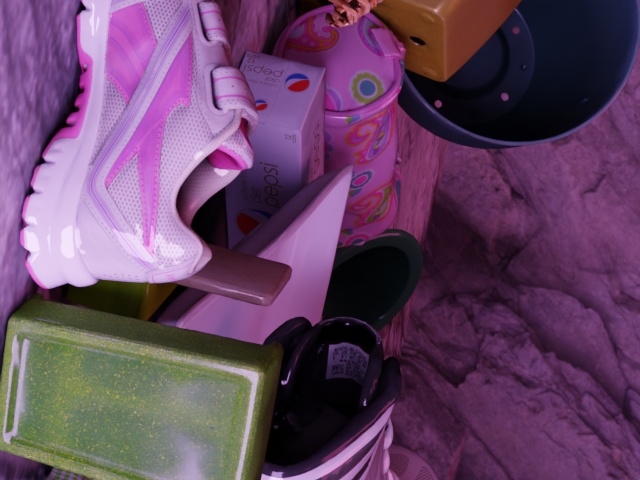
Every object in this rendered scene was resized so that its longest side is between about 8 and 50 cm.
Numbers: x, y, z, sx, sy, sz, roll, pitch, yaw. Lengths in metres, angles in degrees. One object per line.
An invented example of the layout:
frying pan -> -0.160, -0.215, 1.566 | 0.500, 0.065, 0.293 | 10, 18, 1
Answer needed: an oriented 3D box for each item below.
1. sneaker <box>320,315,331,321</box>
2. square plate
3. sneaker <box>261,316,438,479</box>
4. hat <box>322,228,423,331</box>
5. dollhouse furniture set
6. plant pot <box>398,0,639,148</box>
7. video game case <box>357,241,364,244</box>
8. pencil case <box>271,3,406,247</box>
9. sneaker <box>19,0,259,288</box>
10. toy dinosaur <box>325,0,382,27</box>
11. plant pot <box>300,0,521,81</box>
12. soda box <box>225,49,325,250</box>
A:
sneaker -> -0.019, 0.216, 1.834 | 0.102, 0.146, 0.293 | -14, 116, -81
square plate -> -0.085, 0.138, 1.449 | 0.344, 0.049, 0.347 | -46, 154, -60
sneaker -> 0.036, 0.182, 1.519 | 0.447, 0.169, 0.257 | -23, 134, -69
hat -> 0.000, 0.000, 2.064 | 0.208, 0.183, 0.173 | -29, 143, -17
dollhouse furniture set -> -0.106, 0.163, 1.156 | 0.197, 0.151, 0.301 | -55, 157, -69
plant pot -> 0.195, -0.239, 2.169 | 0.235, 0.293, 0.293 | 154, -50, -79
video game case -> 0.052, -0.145, 1.913 | 0.206, 0.026, 0.227 | -84, -179, -46
pencil case -> 0.019, -0.097, 1.685 | 0.284, 0.124, 0.124 | 85, 20, -65
sneaker -> -0.084, -0.084, 1.064 | 0.103, 0.111, 0.252 | 49, 54, -80
toy dinosaur -> 0.043, -0.270, 1.236 | 0.322, 0.218, 0.164 | -70, 169, -61
plant pot -> 0.083, -0.268, 1.646 | 0.187, 0.212, 0.212 | -64, 168, -15
soda box -> -0.038, -0.058, 1.559 | 0.216, 0.069, 0.074 | 90, 17, -55
